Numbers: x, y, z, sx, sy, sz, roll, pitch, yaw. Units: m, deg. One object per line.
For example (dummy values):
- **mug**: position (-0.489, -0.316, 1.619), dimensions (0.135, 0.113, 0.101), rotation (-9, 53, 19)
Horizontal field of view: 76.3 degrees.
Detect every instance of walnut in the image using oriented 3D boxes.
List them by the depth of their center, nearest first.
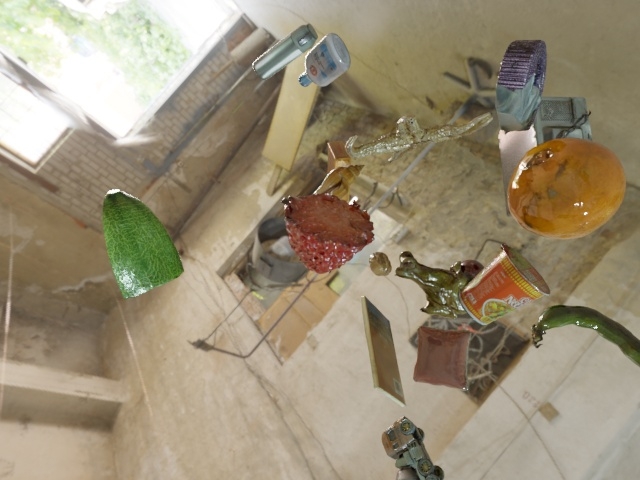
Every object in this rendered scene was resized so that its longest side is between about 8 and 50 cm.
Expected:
- **walnut**: position (0.213, 0.086, 1.449), dimensions (0.079, 0.082, 0.096), rotation (15, -141, -30)

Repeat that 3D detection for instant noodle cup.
- **instant noodle cup**: position (0.545, 0.148, 1.251), dimensions (0.193, 0.212, 0.193), rotation (31, -149, -21)

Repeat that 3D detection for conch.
- **conch**: position (0.029, -0.171, 1.464), dimensions (0.109, 0.330, 0.093), rotation (50, 180, 33)

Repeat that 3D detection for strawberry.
- **strawberry**: position (0.000, 0.000, 0.981), dimensions (0.234, 0.178, 0.234), rotation (14, -147, -9)

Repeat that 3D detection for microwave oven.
- **microwave oven**: position (0.972, -0.350, 1.758), dimensions (0.236, 0.432, 0.374), rotation (0, 166, -2)

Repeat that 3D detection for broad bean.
- **broad bean**: position (0.648, 0.226, 0.962), dimensions (0.292, 0.144, 0.049), rotation (15, 147, 11)

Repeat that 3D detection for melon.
- **melon**: position (-0.567, -0.006, 1.240), dimensions (0.124, 0.196, 0.323), rotation (-7, 105, 53)

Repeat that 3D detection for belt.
- **belt**: position (0.675, -0.514, 1.362), dimensions (0.122, 0.260, 0.325), rotation (18, 173, 32)

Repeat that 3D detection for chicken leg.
- **chicken leg**: position (0.418, 0.179, 1.506), dimensions (0.361, 0.211, 0.140), rotation (19, -167, -12)

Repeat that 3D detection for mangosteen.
- **mangosteen**: position (0.723, 0.177, 2.037), dimensions (0.200, 0.200, 0.200), rotation (41, 178, 2)

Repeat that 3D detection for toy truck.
- **toy truck**: position (0.255, 0.640, 1.133), dimensions (0.108, 0.140, 0.256), rotation (47, -169, -40)

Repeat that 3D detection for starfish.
- **starfish**: position (0.307, -0.361, 1.374), dimensions (0.324, 0.082, 0.432), rotation (2, 172, -39)

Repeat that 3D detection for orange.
- **orange**: position (0.725, -0.151, 1.219), dimensions (0.312, 0.312, 0.312), rotation (41, 178, 2)

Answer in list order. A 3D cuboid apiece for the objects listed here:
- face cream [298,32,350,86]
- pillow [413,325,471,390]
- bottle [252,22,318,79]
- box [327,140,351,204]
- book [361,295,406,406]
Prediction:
- **face cream**: position (0.001, -0.770, 1.800), dimensions (0.337, 0.080, 0.163), rotation (-4, 119, 60)
- **pillow**: position (0.378, 0.362, 1.268), dimensions (0.171, 0.179, 0.075), rotation (0, 163, 31)
- **bottle**: position (-0.127, -0.661, 1.434), dimensions (0.079, 0.254, 0.096), rotation (49, -150, -30)
- **box**: position (0.084, -0.300, 1.904), dimensions (0.174, 0.076, 0.274), rotation (-104, 11, -51)
- **book**: position (0.246, 0.432, 1.599), dimensions (0.262, 0.028, 0.374), rotation (45, -151, -42)
